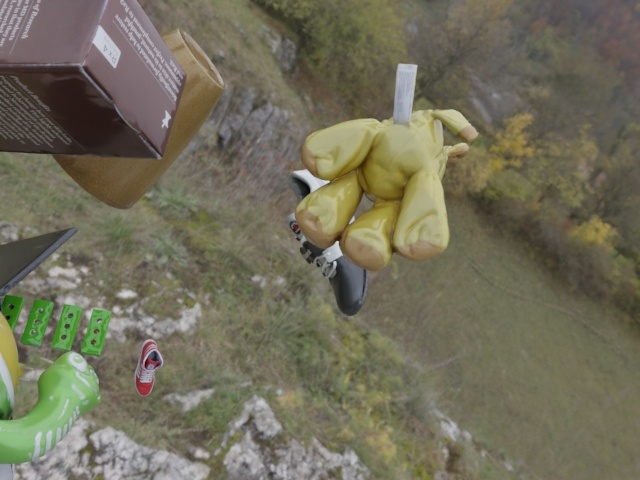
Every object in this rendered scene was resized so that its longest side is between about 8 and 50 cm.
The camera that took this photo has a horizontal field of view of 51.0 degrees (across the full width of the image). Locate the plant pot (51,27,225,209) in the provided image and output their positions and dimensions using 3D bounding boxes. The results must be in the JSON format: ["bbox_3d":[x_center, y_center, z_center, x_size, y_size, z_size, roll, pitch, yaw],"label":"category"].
[{"bbox_3d":[-0.290,-0.218,1.088,0.237,0.254,0.237,52,11,-15],"label":"plant pot"}]

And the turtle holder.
[{"bbox_3d":[-0.437,0.142,0.744,0.320,0.243,0.227,-9,34,5],"label":"turtle holder"}]

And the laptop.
[{"bbox_3d":[-0.770,0.198,1.613,0.236,0.381,0.408,63,38,-25],"label":"laptop"}]

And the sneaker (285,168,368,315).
[{"bbox_3d":[0.000,0.000,1.362,0.146,0.122,0.331,3,59,-27],"label":"sneaker"}]

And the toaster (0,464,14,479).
[{"bbox_3d":[-0.674,0.423,1.270,0.146,0.129,0.227,7,77,-72],"label":"toaster"}]

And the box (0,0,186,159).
[{"bbox_3d":[-0.384,-0.208,0.822,0.381,0.143,0.191,6,-22,16],"label":"box"}]

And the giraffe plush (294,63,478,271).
[{"bbox_3d":[0.085,-0.075,0.753,0.181,0.210,0.170,24,7,15],"label":"giraffe plush"}]

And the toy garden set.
[{"bbox_3d":[-0.629,0.246,1.548,0.244,0.049,0.204,11,62,-6],"label":"toy garden set"}]

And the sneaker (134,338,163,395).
[{"bbox_3d":[-0.352,0.268,1.375,0.042,0.119,0.067,5,6,-26],"label":"sneaker"}]
